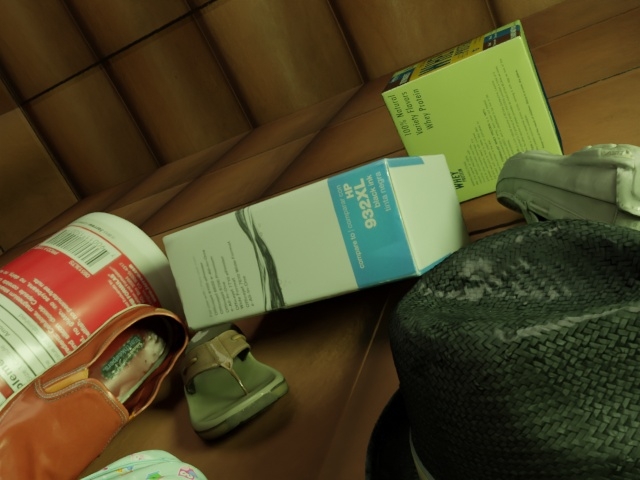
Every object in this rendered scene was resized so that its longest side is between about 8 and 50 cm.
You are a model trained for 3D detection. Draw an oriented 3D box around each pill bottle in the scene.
[{"bbox_3d":[-0.393,0.154,0.858,0.229,0.229,0.408,-7,27,44],"label":"pill bottle"}]

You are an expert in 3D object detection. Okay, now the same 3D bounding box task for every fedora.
[{"bbox_3d":[0.161,0.084,0.437,0.334,0.152,0.334,-24,19,9],"label":"fedora"}]

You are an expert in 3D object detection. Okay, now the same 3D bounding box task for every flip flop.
[{"bbox_3d":[-0.119,0.142,0.759,0.112,0.080,0.277,-30,19,-9],"label":"flip flop"}]

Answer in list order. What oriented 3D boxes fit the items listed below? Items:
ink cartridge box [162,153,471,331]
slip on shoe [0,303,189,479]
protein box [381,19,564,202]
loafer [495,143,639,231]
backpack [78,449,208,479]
[{"bbox_3d":[0.000,0.000,0.805,0.308,0.129,0.223,-17,1,28],"label":"ink cartridge box"},{"bbox_3d":[-0.270,0.192,0.731,0.101,0.123,0.331,-18,25,46],"label":"slip on shoe"},{"bbox_3d":[0.230,-0.184,0.964,0.201,0.199,0.136,-18,20,24],"label":"protein box"},{"bbox_3d":[0.255,-0.032,0.679,0.319,0.112,0.111,-120,48,-86],"label":"loafer"},{"bbox_3d":[-0.156,0.236,0.476,0.182,0.151,0.115,-22,25,-24],"label":"backpack"}]
